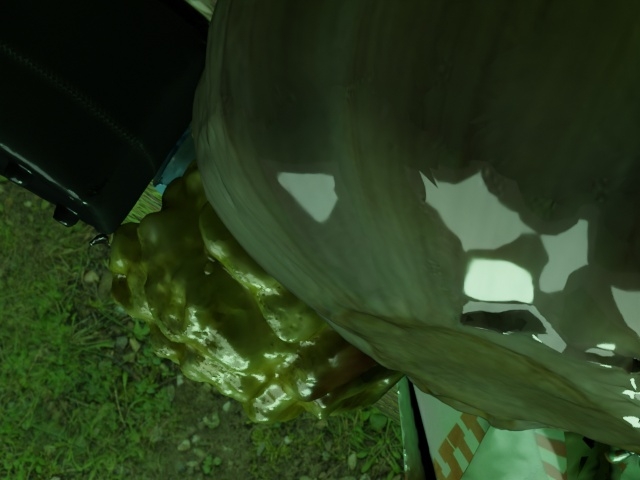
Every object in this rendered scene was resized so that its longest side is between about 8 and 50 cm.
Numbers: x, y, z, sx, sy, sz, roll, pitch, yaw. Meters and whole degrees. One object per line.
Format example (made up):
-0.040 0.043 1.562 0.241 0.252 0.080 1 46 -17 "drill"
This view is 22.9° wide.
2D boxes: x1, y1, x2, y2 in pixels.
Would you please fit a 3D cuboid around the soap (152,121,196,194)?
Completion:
0.000 0.000 1.177 0.293 0.077 0.156 30 173 25 "soap"

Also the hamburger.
0.138 0.117 0.926 0.235 0.125 0.214 -8 100 56 "hamburger"

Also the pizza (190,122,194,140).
-0.016 -0.064 1.012 0.123 0.026 0.108 22 153 -14 "pizza"

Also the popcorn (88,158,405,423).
-0.006 0.001 0.851 0.169 0.189 0.218 39 180 9 "popcorn"

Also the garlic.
0.071 -0.027 0.442 0.228 0.152 0.228 28 164 9 "garlic"

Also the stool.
-0.185 -0.112 0.973 0.232 0.141 0.232 32 172 5 "stool"
